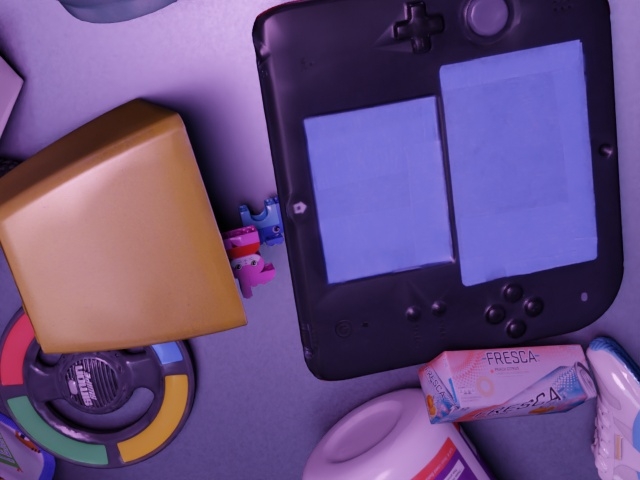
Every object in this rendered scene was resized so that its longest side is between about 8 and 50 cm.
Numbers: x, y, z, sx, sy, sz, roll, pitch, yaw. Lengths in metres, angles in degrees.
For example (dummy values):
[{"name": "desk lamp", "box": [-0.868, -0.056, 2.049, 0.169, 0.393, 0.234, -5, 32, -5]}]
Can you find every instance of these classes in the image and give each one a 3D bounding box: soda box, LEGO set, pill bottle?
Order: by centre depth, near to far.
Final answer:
[{"name": "soda box", "box": [0.195, 0.148, 1.187, 0.183, 0.063, 0.058, 0, 154, -29]}, {"name": "LEGO set", "box": [0.000, 0.000, 1.191, 0.227, 0.087, 0.093, -15, 114, -8]}, {"name": "pill bottle", "box": [0.133, 0.332, 1.245, 0.181, 0.181, 0.323, -31, 103, 14]}]

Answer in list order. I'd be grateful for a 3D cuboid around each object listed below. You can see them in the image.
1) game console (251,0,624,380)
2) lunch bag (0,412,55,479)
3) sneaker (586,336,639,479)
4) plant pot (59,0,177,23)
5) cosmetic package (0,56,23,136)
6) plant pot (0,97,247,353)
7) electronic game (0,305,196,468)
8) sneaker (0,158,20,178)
[{"name": "game console", "box": [0.127, -0.065, 1.122, 0.342, 0.060, 0.386, -12, 110, -11]}, {"name": "lunch bag", "box": [-0.399, 0.364, 1.224, 0.239, 0.328, 0.385, -23, 103, 7]}, {"name": "sneaker", "box": [0.334, 0.212, 1.238, 0.092, 0.087, 0.228, -24, 103, 14]}, {"name": "plant pot", "box": [-0.196, -0.322, 1.023, 0.293, 0.293, 0.196, -15, 134, 10]}, {"name": "cosmetic package", "box": [-0.378, -0.087, 1.117, 0.060, 0.239, 0.099, 5, 154, 21]}, {"name": "plant pot", "box": [-0.214, -0.003, 1.115, 0.187, 0.212, 0.212, -21, 107, -15]}, {"name": "electronic game", "box": [-0.254, 0.154, 1.289, 0.229, 0.048, 0.229, 2, 109, 4]}, {"name": "sneaker", "box": [-0.401, 0.019, 1.240, 0.283, 0.107, 0.124, -30, 114, 21]}]
